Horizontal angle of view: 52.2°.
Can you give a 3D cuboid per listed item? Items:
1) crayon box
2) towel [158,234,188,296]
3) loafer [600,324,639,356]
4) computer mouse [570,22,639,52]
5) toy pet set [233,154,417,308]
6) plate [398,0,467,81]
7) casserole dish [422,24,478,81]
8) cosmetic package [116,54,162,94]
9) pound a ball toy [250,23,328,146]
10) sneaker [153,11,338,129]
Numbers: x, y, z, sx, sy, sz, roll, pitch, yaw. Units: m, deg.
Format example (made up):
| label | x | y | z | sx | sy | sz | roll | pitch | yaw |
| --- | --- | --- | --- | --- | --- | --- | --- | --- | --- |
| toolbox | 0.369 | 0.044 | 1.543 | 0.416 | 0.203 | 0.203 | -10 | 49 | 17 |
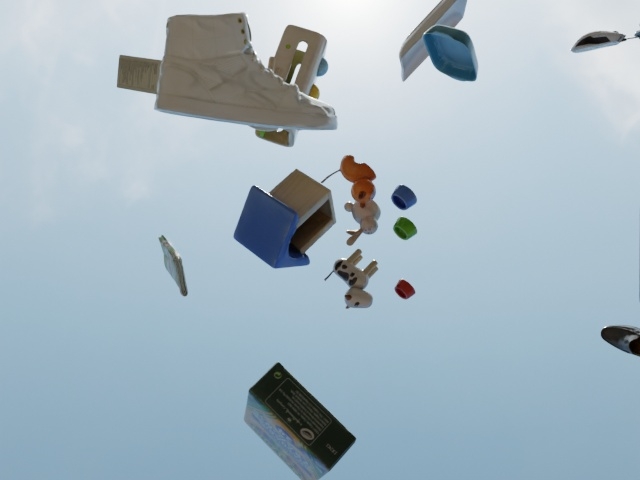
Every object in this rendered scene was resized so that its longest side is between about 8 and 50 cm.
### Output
| label | x | y | z | sx | sy | sz | roll | pitch | yaw |
| --- | --- | --- | --- | --- | --- | --- | --- | --- | --- |
| crayon box | -0.054 | 0.381 | 1.309 | 0.203 | 0.323 | 0.083 | 42 | -114 | 12 |
| towel | -0.374 | 0.064 | 1.645 | 0.023 | 0.113 | 0.152 | -17 | -149 | -24 |
| loafer | 0.696 | 0.225 | 1.444 | 0.170 | 0.061 | 0.062 | 14 | -85 | 50 |
| computer mouse | 0.730 | -0.515 | 1.647 | 0.193 | 0.106 | 0.042 | -5 | -85 | 27 |
| toy pet set | 0.000 | 0.000 | 0.436 | 0.114 | 0.122 | 0.065 | 34 | -114 | 28 |
| plate | 0.325 | -0.616 | 1.945 | 0.045 | 0.278 | 0.277 | 44 | -84 | 6 |
| casserole dish | 0.292 | -0.413 | 1.433 | 0.114 | 0.188 | 0.037 | 25 | -96 | 27 |
| cosmetic package | -0.296 | -0.284 | 1.126 | 0.115 | 0.060 | 0.041 | 18 | -166 | 30 |
| pound a ball toy | -0.070 | -0.373 | 1.614 | 0.135 | 0.208 | 0.319 | 18 | -104 | -1 |
| sneaker | -0.096 | -0.259 | 0.994 | 0.292 | 0.108 | 0.169 | 5 | -85 | -27 |
